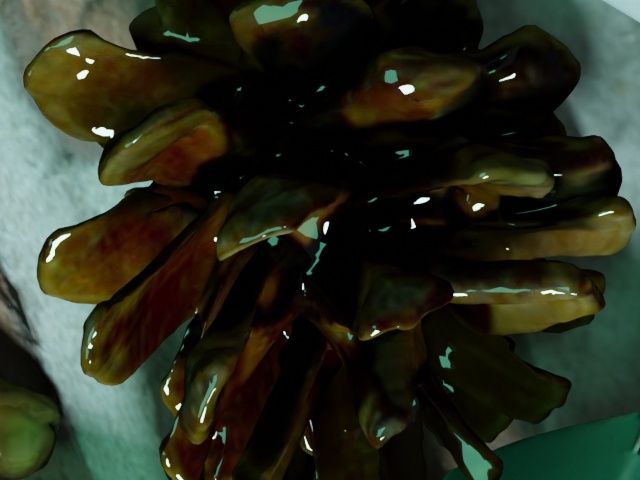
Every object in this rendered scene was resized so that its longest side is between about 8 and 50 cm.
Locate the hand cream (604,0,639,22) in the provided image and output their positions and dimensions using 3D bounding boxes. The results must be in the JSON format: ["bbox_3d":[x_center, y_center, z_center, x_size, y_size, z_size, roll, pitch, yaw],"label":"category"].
[{"bbox_3d":[0.103,-0.117,0.466,0.255,0.048,0.079,37,131,16],"label":"hand cream"}]

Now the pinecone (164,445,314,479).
[{"bbox_3d":[-0.020,0.169,0.625,0.169,0.185,0.212,6,92,4],"label":"pinecone"}]

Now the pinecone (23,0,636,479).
[{"bbox_3d":[0.000,0.003,0.509,0.229,0.202,0.201,-12,67,25],"label":"pinecone"}]

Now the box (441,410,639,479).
[{"bbox_3d":[0.129,0.248,0.502,0.118,0.205,0.311,-22,111,40],"label":"box"}]

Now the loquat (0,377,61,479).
[{"bbox_3d":[-0.314,0.078,0.726,0.359,0.328,0.328,14,134,-22],"label":"loquat"}]
